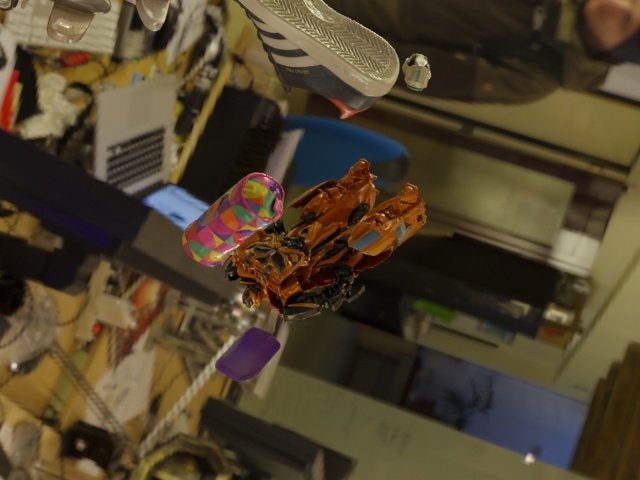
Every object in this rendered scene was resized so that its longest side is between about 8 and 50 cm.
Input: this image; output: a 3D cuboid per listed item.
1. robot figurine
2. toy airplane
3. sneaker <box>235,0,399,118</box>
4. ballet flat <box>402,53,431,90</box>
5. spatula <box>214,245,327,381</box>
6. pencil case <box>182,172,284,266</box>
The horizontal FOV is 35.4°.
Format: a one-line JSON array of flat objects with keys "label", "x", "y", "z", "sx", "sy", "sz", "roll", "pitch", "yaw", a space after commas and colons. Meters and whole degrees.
[{"label": "robot figurine", "x": 0.000, "y": 0.000, "z": 1.440, "sx": 0.291, "sy": 0.211, "sz": 0.085, "roll": -35, "pitch": 135, "yaw": -26}, {"label": "toy airplane", "x": -0.437, "y": -0.554, "z": 1.887, "sx": 0.384, "sy": 0.386, "sz": 0.272, "roll": -29, "pitch": 153, "yaw": -29}, {"label": "sneaker", "x": -0.054, "y": -0.314, "z": 1.526, "sx": 0.131, "sy": 0.350, "sz": 0.148, "roll": -53, "pitch": -174, "yaw": -39}, {"label": "ballet flat", "x": 0.187, "y": -0.327, "z": 1.900, "sx": 0.168, "sy": 0.057, "sz": 0.052, "roll": -87, "pitch": -171, "yaw": -67}, {"label": "spatula", "x": -0.060, "y": 0.095, "z": 1.598, "sx": 0.296, "sy": 0.084, "sz": 0.030, "roll": -58, "pitch": 139, "yaw": -8}, {"label": "pencil case", "x": -0.156, "y": -0.034, "z": 1.797, "sx": 0.236, "sy": 0.104, "sz": 0.104, "roll": -35, "pitch": -157, "yaw": 50}]
